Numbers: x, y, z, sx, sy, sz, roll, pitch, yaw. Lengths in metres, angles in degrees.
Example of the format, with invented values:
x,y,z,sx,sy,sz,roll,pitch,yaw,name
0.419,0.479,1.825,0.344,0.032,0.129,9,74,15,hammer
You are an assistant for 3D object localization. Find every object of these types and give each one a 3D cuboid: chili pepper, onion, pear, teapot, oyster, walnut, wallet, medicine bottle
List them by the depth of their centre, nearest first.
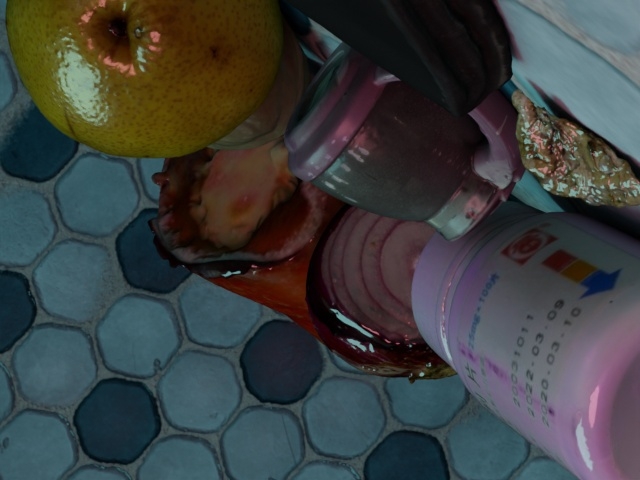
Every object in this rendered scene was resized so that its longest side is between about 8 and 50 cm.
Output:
x,y,z,sx,sy,sz,roll,pitch,yaw,name
-0.074,-0.228,0.896,0.406,0.062,0.228,39,175,27,wallet
0.144,-0.044,0.914,0.080,0.038,0.083,47,175,-35,oyster
0.168,0.064,1.042,0.152,0.152,0.254,44,175,-26,medicine bottle
0.067,-0.073,1.057,0.146,0.148,0.116,33,-146,-12,teapot
-0.130,-0.162,1.191,0.209,0.209,0.209,42,176,3,pear
0.076,0.008,1.315,0.140,0.195,0.218,86,170,-67,onion
-0.084,-0.148,1.355,0.162,0.140,0.140,55,178,6,walnut
0.000,0.000,1.512,0.251,0.229,0.305,13,157,40,chili pepper
